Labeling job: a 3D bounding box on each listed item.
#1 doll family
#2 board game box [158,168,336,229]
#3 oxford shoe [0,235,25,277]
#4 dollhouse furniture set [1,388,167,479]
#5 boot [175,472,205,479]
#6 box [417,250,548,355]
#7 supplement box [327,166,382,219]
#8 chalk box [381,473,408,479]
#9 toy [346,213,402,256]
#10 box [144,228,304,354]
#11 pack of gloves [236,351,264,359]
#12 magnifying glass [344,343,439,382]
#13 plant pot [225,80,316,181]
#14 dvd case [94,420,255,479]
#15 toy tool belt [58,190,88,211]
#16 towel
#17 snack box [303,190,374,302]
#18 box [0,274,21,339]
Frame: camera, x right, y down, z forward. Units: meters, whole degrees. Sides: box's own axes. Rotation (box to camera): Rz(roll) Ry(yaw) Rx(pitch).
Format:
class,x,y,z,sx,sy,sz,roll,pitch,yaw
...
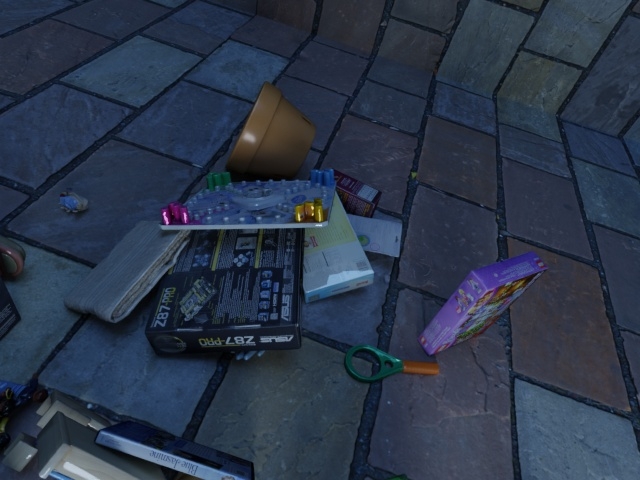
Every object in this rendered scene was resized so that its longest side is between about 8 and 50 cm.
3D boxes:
class,x,y,z,sx,sy,sz,roll,pitch,yaw
doll family,-0.569,0.311,0.784,0.111,0.076,0.193,1,48,11
board game box,-0.162,-0.119,1.165,0.389,0.051,0.390,-1,22,5
oxford shoe,-0.834,-0.029,0.997,0.396,0.141,0.147,17,37,-3
dollhouse furniture set,-0.423,0.446,0.685,0.198,0.286,0.303,45,68,-25
boot,-0.246,0.483,0.690,0.112,0.115,0.305,24,44,9
box,0.375,0.155,1.066,0.200,0.293,0.057,-13,55,-27
supplement box,0.083,-0.133,1.395,0.188,0.104,0.081,27,45,9
chalk box,0.081,0.548,0.677,0.180,0.179,0.289,-5,48,-20
toy,0.114,-0.011,1.321,0.237,0.056,0.137,13,48,3
box,-0.198,0.072,1.055,0.317,0.097,0.395,-2,43,0
pack of gloves,-0.177,0.175,1.055,0.194,0.046,0.232,17,50,18
magnifying glass,0.169,0.296,1.063,0.230,0.026,0.092,6,45,-9
plant pot,-0.145,-0.316,1.403,0.203,0.291,0.291,24,42,-16
dvd case,-0.233,0.362,0.761,0.252,0.180,0.022,20,70,-3
toy tool belt,-0.658,-0.100,1.177,0.083,0.052,0.051,22,36,6
towel,-0.431,0.059,1.024,0.187,0.049,0.282,5,47,33
snack box,0.000,0.000,1.230,0.187,0.060,0.322,-15,55,-10
box,-0.704,0.116,0.875,0.155,0.158,0.093,20,44,3
